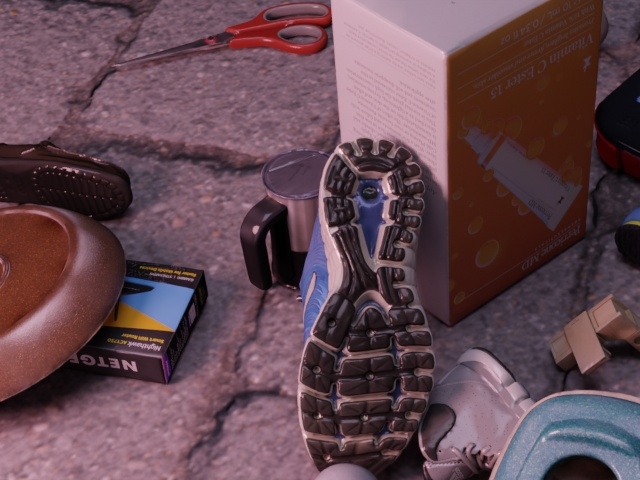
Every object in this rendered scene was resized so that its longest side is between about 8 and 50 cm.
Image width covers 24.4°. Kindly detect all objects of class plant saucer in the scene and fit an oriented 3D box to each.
[{"bbox_3d":[-0.356,0.058,1.547,0.311,0.050,0.310,-15,37,11],"label":"plant saucer"}]

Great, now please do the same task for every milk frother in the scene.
[{"bbox_3d":[0.000,0.000,1.561,0.143,0.134,0.129,15,46,22],"label":"milk frother"}]

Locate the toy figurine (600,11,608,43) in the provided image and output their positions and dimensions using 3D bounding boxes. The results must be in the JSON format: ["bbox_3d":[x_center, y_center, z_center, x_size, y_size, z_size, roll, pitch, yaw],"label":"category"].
[{"bbox_3d":[0.260,-0.294,1.813,0.148,0.209,0.213,31,53,27],"label":"toy figurine"}]

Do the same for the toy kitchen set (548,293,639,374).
[{"bbox_3d":[0.288,0.116,1.479,0.083,0.075,0.068,-41,33,21],"label":"toy kitchen set"}]

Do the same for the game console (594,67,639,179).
[{"bbox_3d":[0.545,-0.150,1.731,0.342,0.060,0.386,28,52,33],"label":"game console"}]

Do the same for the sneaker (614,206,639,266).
[{"bbox_3d":[0.415,0.013,1.553,0.209,0.069,0.082,28,47,32],"label":"sneaker"}]

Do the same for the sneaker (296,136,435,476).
[{"bbox_3d":[0.042,0.075,1.443,0.130,0.147,0.330,7,74,-3],"label":"sneaker"}]

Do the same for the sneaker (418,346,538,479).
[{"bbox_3d":[0.167,0.209,1.361,0.132,0.086,0.229,-36,49,-12],"label":"sneaker"}]

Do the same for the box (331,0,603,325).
[{"bbox_3d":[0.151,-0.123,1.524,0.215,0.345,0.168,-31,48,-26],"label":"box"}]

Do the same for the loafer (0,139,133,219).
[{"bbox_3d":[-0.313,-0.085,1.731,0.220,0.080,0.078,11,44,18],"label":"loafer"}]

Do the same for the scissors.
[{"bbox_3d":[-0.128,-0.271,1.973,0.297,0.021,0.109,-6,44,1],"label":"scissors"}]

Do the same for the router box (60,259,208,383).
[{"bbox_3d":[-0.223,0.078,1.563,0.179,0.046,0.133,7,44,14],"label":"router box"}]

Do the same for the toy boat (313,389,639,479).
[{"bbox_3d":[0.150,0.244,1.226,0.318,0.148,0.267,3,71,26],"label":"toy boat"}]
